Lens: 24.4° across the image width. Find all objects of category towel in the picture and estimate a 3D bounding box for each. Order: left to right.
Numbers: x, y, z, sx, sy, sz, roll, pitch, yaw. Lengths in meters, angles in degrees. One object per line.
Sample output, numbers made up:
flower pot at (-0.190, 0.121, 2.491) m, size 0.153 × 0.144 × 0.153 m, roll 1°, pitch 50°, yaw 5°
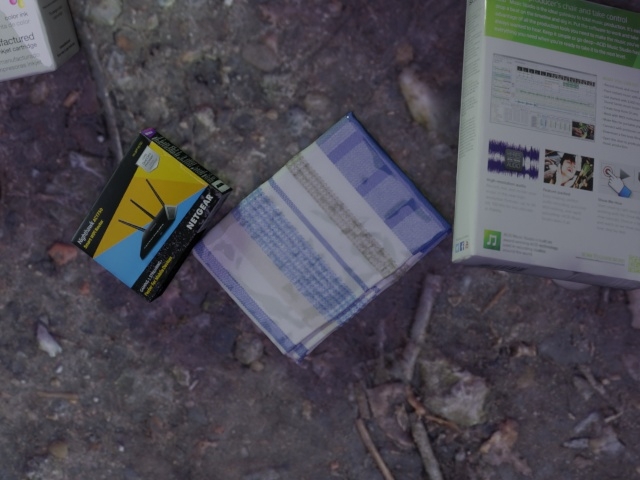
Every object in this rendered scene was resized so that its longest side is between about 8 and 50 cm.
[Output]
towel at (0.000, 0.000, 1.873) m, size 0.285 × 0.034 × 0.209 m, roll -40°, pitch 99°, yaw 16°

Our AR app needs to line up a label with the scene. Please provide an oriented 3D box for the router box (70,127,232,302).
router box at (-0.214, -0.031, 1.866) m, size 0.133 × 0.046 × 0.179 m, roll 37°, pitch 110°, yaw 5°

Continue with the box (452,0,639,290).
box at (0.268, -0.117, 1.661) m, size 0.232 × 0.058 × 0.322 m, roll 9°, pitch 78°, yaw -21°

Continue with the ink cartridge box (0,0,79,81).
ink cartridge box at (-0.428, -0.328, 1.755) m, size 0.201 × 0.117 × 0.278 m, roll -10°, pitch 108°, yaw 10°

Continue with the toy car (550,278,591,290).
toy car at (0.292, -0.031, 1.783) m, size 0.136 × 0.159 × 0.182 m, roll -6°, pitch 114°, yaw 45°
